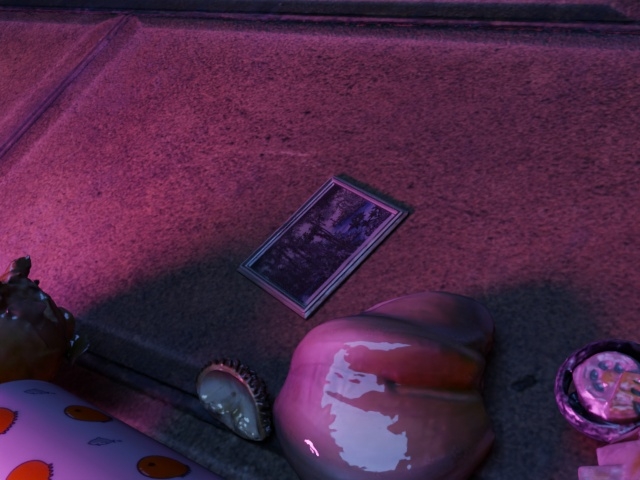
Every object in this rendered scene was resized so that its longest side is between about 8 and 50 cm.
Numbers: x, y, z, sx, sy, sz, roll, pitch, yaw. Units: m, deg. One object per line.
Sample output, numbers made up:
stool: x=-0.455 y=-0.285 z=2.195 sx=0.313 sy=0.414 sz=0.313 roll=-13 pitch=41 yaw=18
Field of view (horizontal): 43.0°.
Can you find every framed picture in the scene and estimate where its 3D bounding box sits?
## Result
framed picture: x=0.000 y=0.000 z=0.990 sx=0.183 sy=0.011 sz=0.142 roll=-45 pitch=46 yaw=-15

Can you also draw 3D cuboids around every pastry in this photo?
pastry: x=-0.409 y=0.176 z=0.890 sx=0.329 sy=0.136 sz=0.330 roll=-43 pitch=7 yaw=7

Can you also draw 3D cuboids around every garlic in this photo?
garlic: x=0.050 y=0.145 z=0.767 sx=0.228 sy=0.110 sz=0.217 roll=-10 pitch=51 yaw=19

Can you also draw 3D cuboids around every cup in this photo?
cup: x=-0.187 y=0.269 z=0.703 sx=0.317 sy=0.212 sz=0.212 roll=14 pitch=59 yaw=35

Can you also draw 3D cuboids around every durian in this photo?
durian: x=-0.090 y=0.162 z=0.862 sx=0.130 sy=0.052 sz=0.066 roll=26 pitch=68 yaw=40

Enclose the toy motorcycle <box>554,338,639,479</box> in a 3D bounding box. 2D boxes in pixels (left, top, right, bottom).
toy motorcycle: x=0.296 y=0.207 z=0.581 sx=0.222 sy=0.108 sz=0.341 roll=-9 pitch=46 yaw=16
